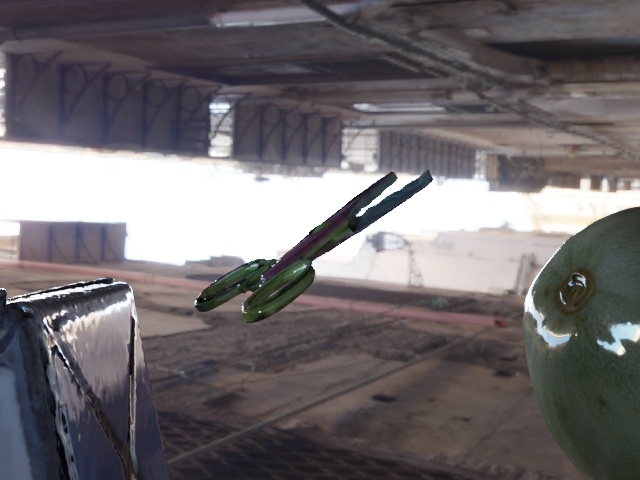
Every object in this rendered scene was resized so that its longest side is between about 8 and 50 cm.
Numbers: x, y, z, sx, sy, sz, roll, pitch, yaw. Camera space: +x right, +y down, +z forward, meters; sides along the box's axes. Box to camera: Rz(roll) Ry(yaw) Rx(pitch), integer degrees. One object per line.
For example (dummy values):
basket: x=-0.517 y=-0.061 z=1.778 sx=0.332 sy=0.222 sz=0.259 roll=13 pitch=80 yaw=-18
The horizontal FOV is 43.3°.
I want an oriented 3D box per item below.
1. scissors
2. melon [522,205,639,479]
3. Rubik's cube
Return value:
scissors: x=0.000 y=0.000 z=0.583 sx=0.187 sy=0.134 sz=0.020 roll=-35 pitch=-74 yaw=-22
melon: x=0.308 y=0.105 z=0.650 sx=0.307 sy=0.272 sz=0.272 roll=58 pitch=-141 yaw=-15
Rubik's cube: x=-0.247 y=0.172 z=0.527 sx=0.259 sy=0.255 sz=0.259 roll=111 pitch=148 yaw=-87
